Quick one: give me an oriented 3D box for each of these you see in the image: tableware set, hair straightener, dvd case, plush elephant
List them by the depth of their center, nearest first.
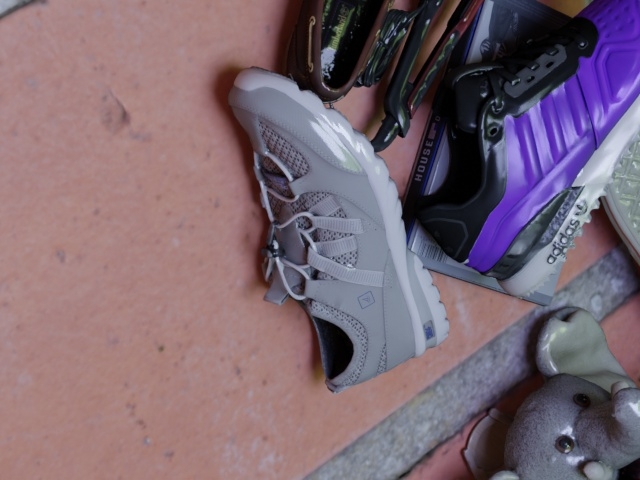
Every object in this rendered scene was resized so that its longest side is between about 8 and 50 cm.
[{"bbox_3d":[0.065,-0.168,1.224,0.089,0.047,0.230,31,87,-11],"label":"hair straightener"},{"bbox_3d":[0.162,-0.078,1.315,0.179,0.029,0.239,17,91,-38],"label":"dvd case"},{"bbox_3d":[0.275,0.186,1.318,0.255,0.330,0.272,25,62,-20],"label":"plush elephant"},{"bbox_3d":[0.146,0.240,1.385,0.169,0.020,0.141,-49,124,-16],"label":"tableware set"}]

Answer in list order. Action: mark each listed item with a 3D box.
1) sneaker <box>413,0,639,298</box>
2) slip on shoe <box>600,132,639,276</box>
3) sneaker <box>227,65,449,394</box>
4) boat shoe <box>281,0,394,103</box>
[{"bbox_3d":[0.170,-0.111,1.215,0.146,0.102,0.293,27,93,-15],"label":"sneaker"},{"bbox_3d":[0.302,-0.039,1.381,0.123,0.101,0.331,-31,122,-3],"label":"slip on shoe"},{"bbox_3d":[0.000,0.000,1.169,0.115,0.105,0.281,-38,118,-16],"label":"sneaker"},{"bbox_3d":[0.030,-0.200,1.154,0.073,0.073,0.207,14,89,-16],"label":"boat shoe"}]
